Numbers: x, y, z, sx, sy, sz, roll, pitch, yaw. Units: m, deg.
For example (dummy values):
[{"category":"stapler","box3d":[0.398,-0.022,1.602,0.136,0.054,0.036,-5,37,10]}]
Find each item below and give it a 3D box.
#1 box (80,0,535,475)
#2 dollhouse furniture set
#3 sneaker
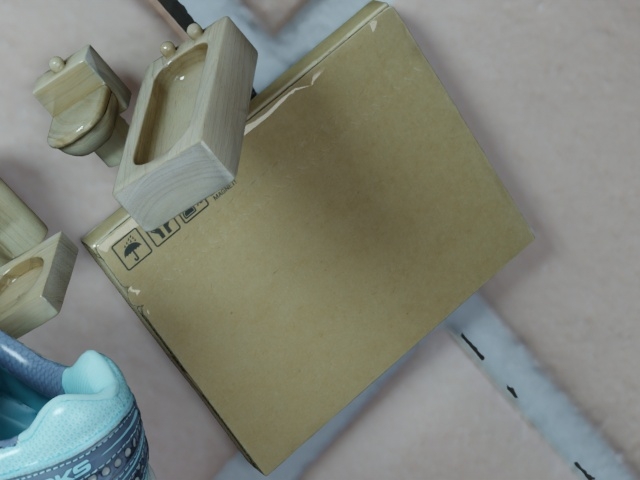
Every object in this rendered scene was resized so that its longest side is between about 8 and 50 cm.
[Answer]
[{"category":"box","box3d":[0.000,0.000,0.950,0.201,0.021,0.164,-41,115,-14]},{"category":"dollhouse furniture set","box3d":[-0.130,-0.057,0.805,0.151,0.144,0.123,-30,118,22]},{"category":"sneaker","box3d":[-0.195,0.054,0.750,0.283,0.110,0.122,14,131,10]}]
